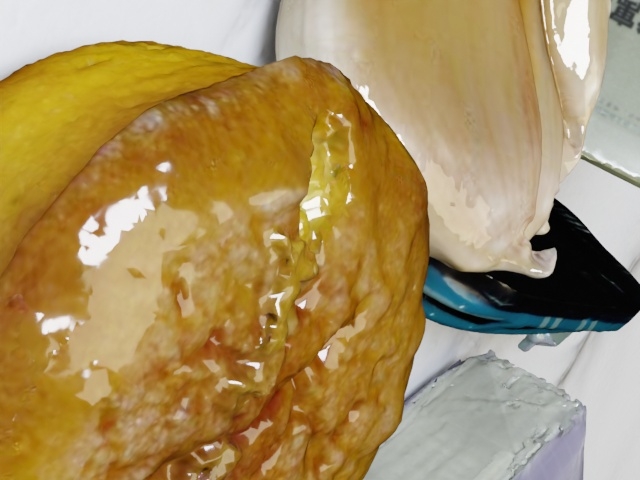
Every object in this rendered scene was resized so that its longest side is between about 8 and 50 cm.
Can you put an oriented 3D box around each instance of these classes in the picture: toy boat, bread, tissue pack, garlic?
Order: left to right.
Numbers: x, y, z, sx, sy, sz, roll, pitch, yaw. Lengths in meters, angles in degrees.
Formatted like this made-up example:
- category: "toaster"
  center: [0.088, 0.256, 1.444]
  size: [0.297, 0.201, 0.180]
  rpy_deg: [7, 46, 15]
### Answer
- category: "bread"
  center: [-0.076, 0.044, 0.779]
  size: [0.312, 0.172, 0.312]
  rpy_deg: [-34, 138, -38]
- category: "tissue pack"
  center: [0.085, 0.283, 1.208]
  size: [0.242, 0.125, 0.344]
  rpy_deg: [-38, 138, -37]
- category: "garlic"
  center: [0.066, -0.088, 0.933]
  size: [0.217, 0.110, 0.228]
  rpy_deg: [11, 72, -38]
- category: "toy boat"
  center: [0.102, 0.023, 1.086]
  size: [0.092, 0.134, 0.299]
  rpy_deg: [-47, 152, 21]

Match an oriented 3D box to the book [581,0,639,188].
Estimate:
- category: "book"
  center: [0.212, -0.180, 1.036]
  size: [0.283, 0.215, 0.025]
  rpy_deg: [-64, 176, -8]
